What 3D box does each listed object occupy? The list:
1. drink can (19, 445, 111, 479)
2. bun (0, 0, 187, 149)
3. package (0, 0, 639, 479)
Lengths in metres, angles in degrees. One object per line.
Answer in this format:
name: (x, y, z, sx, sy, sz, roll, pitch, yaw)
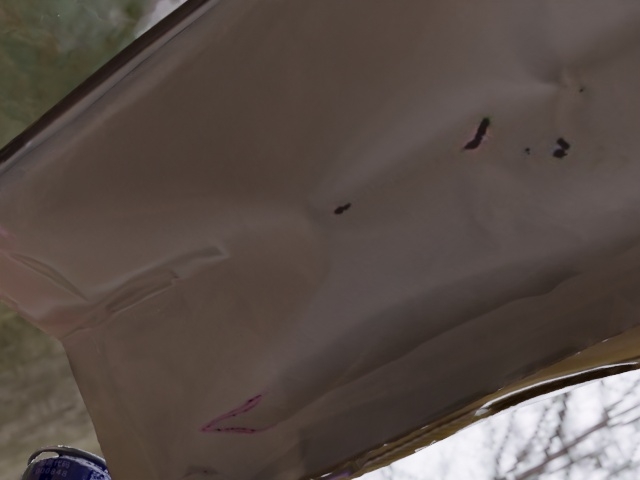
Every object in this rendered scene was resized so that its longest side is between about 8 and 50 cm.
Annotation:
drink can: (-0.236, 0.289, 1.236, 0.097, 0.235, 0.097, 10, -40, 8)
bun: (-0.093, -0.131, 0.737, 0.187, 0.293, 0.293, -34, -104, 39)
package: (0.058, -0.022, 0.479, 0.311, 0.221, 0.165, -29, -94, 26)
